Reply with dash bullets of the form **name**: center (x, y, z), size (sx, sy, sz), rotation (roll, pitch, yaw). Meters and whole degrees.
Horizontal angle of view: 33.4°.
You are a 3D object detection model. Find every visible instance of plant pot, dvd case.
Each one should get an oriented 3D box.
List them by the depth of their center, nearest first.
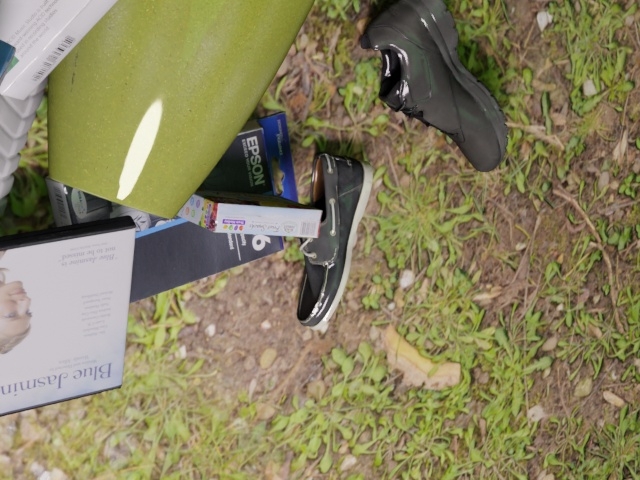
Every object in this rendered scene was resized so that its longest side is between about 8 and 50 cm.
- **plant pot**: center (-0.173, -0.182, 1.113), size (0.274, 0.274, 0.294), rotation (20, 90, -36)
- **dvd case**: center (-0.297, 0.090, 1.167), size (0.180, 0.022, 0.253), rotation (-11, 134, -28)

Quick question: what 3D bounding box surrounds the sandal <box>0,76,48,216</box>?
- **sandal**: center (-0.374, -0.103, 1.089), size (0.102, 0.169, 0.417), rotation (17, 91, 4)

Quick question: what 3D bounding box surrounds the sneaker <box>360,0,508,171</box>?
- **sneaker**: center (0.150, -0.200, 1.450), size (0.130, 0.109, 0.286), rotation (-40, 111, -14)

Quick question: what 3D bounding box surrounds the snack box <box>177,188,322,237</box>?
- **snack box**: center (-0.084, -0.032, 1.236), size (0.141, 0.100, 0.037), rotation (3, 99, -35)

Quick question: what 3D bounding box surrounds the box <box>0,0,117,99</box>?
- **box**: center (-0.311, -0.322, 0.970), size (0.232, 0.058, 0.322), rotation (-44, 88, 5)

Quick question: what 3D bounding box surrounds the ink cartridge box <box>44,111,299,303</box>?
- **ink cartridge box**: center (-0.153, -0.040, 1.289), size (0.332, 0.065, 0.166), rotation (-21, 111, -31)

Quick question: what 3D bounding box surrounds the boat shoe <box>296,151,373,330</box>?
- **boat shoe**: center (0.000, 0.000, 1.397), size (0.079, 0.084, 0.233), rotation (14, 90, -28)

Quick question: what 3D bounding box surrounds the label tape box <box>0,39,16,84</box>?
- **label tape box**: center (-0.448, -0.069, 0.904), size (0.249, 0.115, 0.348), rotation (26, 122, -19)
